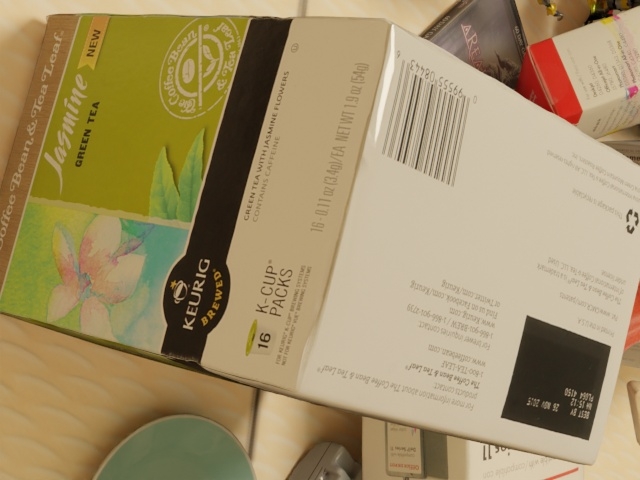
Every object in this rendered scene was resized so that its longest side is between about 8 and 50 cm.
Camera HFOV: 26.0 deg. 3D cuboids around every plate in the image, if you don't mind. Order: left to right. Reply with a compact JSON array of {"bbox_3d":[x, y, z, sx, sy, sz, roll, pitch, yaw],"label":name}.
[{"bbox_3d":[-0.122,0.226,1.072,0.188,0.024,0.188,-7,99,-46],"label":"plate"}]

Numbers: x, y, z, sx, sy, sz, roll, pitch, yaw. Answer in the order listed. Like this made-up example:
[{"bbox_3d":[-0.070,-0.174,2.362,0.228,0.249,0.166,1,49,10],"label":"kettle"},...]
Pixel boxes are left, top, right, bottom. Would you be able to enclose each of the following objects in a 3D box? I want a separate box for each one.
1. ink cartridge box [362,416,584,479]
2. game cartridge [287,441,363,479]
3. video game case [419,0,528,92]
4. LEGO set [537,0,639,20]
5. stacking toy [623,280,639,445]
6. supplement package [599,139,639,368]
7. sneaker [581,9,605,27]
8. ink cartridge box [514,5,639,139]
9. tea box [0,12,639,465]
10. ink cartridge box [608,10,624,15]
[{"bbox_3d":[0.139,0.144,1.220,0.207,0.119,0.354,-3,93,-52],"label":"ink cartridge box"},{"bbox_3d":[-0.019,0.347,1.184,0.297,0.062,0.198,-55,135,-27],"label":"game cartridge"},{"bbox_3d":[0.123,-0.101,1.300,0.274,0.026,0.196,-44,125,-34],"label":"video game case"},{"bbox_3d":[0.222,-0.327,1.263,0.331,0.192,0.255,-14,107,-56],"label":"LEGO set"},{"bbox_3d":[0.345,0.039,1.406,0.309,0.130,0.279,-36,121,6],"label":"stacking toy"},{"bbox_3d":[0.389,0.013,1.524,0.139,0.133,0.244,-4,99,-47],"label":"supplement package"},{"bbox_3d":[0.284,-0.204,1.455,0.044,0.040,0.109,47,53,-36],"label":"sneaker"},{"bbox_3d":[0.260,-0.148,1.277,0.134,0.231,0.078,79,-8,-77],"label":"ink cartridge box"},{"bbox_3d":[0.000,0.000,0.955,0.329,0.323,0.220,21,80,-48],"label":"tea box"},{"bbox_3d":[0.382,-0.210,1.476,0.237,0.100,0.172,13,86,-62],"label":"ink cartridge box"}]
